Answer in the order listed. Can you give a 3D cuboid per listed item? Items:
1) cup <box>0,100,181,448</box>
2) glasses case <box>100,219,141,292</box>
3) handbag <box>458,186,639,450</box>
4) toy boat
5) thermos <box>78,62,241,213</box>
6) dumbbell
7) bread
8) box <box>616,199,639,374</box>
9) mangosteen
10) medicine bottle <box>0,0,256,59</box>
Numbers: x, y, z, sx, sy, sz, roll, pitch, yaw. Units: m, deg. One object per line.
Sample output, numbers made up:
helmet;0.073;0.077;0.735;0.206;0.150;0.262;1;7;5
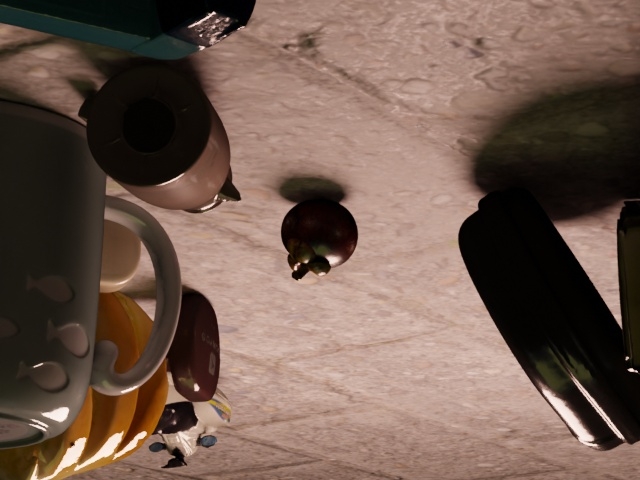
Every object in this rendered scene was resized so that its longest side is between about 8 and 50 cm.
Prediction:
cup;-0.289;0.052;1.586;0.356;0.275;0.259;14;159;-33
glasses case;-0.284;0.006;1.756;0.196;0.083;0.050;5;158;-19
handbag;0.236;0.079;1.697;0.093;0.254;0.308;-32;135;9
toy boat;-0.216;0.240;2.416;0.140;0.141;0.269;-7;147;21
thermos;-0.139;-0.082;1.478;0.137;0.105;0.193;24;174;13
dumbbell;-0.240;0.136;2.092;0.225;0.124;0.140;-3;163;11
bread;-0.314;0.117;1.861;0.315;0.211;0.270;27;-152;35
box;0.451;0.027;1.507;0.372;0.138;0.420;-4;-177;10
mangosteen;0.000;-0.003;1.728;0.081;0.081;0.081;0;162;0
medicine bottle;-0.179;-0.184;1.163;0.258;0.079;0.124;9;164;-23
